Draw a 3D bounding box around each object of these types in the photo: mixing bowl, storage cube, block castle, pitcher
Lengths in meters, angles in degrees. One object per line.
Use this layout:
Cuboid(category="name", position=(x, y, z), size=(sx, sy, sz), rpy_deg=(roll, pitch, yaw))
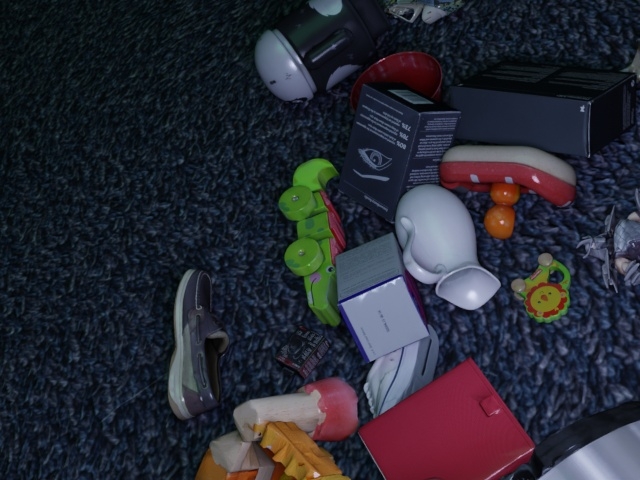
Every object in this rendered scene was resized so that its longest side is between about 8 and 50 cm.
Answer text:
Cuboid(category="mixing bowl", position=(0.156, -0.258, 2.188), size=(0.181, 0.098, 0.181), rpy_deg=(-15, 47, 16))
Cuboid(category="storage cube", position=(0.199, 0.318, 1.610), size=(0.193, 0.183, 0.215), rpy_deg=(-33, 45, 0))
Cuboid(category="block castle", position=(-0.017, 0.429, 1.490), size=(0.303, 0.213, 0.453), rpy_deg=(41, 120, 41))
Cuboid(category="pitcher", position=(0.182, 0.002, 1.889), size=(0.125, 0.178, 0.207), rpy_deg=(-47, 46, 28))

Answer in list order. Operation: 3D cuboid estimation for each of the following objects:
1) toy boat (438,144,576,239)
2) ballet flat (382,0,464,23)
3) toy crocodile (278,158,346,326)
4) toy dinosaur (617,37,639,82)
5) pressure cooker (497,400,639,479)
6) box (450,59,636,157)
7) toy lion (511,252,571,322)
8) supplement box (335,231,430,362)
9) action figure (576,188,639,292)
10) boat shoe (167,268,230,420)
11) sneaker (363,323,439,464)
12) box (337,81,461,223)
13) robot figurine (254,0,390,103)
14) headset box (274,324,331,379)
Cuboid(category="toy boat", position=(0.310, -0.076, 1.943), size=(0.231, 0.151, 0.151), rpy_deg=(4, 85, 32))
Cuboid(category="ballet flat", position=(0.208, -0.475, 2.383), size=(0.188, 0.070, 0.070), rpy_deg=(13, 60, 38))
Cuboid(category="toy crocodile", position=(0.000, 0.000, 2.039), size=(0.105, 0.115, 0.340), rpy_deg=(-20, 46, 13))
Cuboid(category="toy dinosaur", position=(0.602, -0.390, 1.984), size=(0.121, 0.313, 0.160), rpy_deg=(25, 29, 30))
Cuboid(category="pressure cooker", position=(0.378, 0.439, 1.269), size=(0.375, 0.370, 0.420), rpy_deg=(-37, 52, -3))
Cuboid(category="box", position=(0.381, -0.230, 1.990), size=(0.261, 0.103, 0.184), rpy_deg=(13, 27, 36))
Cuboid(category="toy lion", position=(0.359, 0.080, 1.838), size=(0.100, 0.034, 0.096), rpy_deg=(-43, 52, -11))
Cuboid(category="supplement box", position=(0.095, 0.086, 1.857), size=(0.114, 0.111, 0.220), rpy_deg=(-24, 18, 6))
Cuboid(category="action figure", position=(0.531, -0.011, 1.776), size=(0.285, 0.099, 0.185), rpy_deg=(-9, 54, 26))
Cuboid(category="boat shoe", position=(-0.202, 0.175, 2.016), size=(0.092, 0.103, 0.285), rpy_deg=(-9, 53, 15))
Cuboid(category="sneaker", position=(0.114, 0.244, 1.799), size=(0.091, 0.094, 0.258), rpy_deg=(-12, 39, 35))
Cuboid(category="box", position=(0.135, -0.154, 2.025), size=(0.108, 0.207, 0.153), rpy_deg=(-7, 31, -41))
Cuboid(category="robot figurine", position=(0.002, -0.394, 2.342), size=(0.278, 0.209, 0.173), rpy_deg=(-34, 66, -3))
Cuboid(category="headset box", position=(-0.032, 0.190, 1.952), size=(0.062, 0.032, 0.083), rpy_deg=(22, 66, 40))
